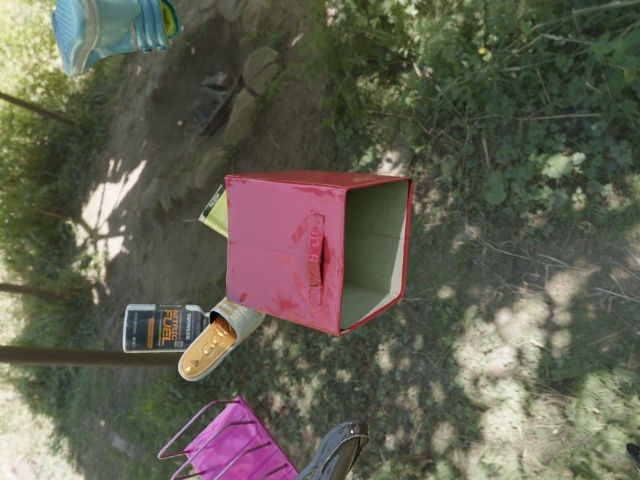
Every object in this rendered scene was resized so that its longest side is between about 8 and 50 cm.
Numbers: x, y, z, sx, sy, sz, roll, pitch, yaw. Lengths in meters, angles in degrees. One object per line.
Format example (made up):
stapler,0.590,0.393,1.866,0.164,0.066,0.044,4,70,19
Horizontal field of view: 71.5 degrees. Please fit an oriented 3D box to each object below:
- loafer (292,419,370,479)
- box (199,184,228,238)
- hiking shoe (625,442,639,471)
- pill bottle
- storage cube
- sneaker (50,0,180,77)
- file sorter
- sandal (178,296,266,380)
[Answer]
loafer,0.027,0.426,0.819,0.220,0.080,0.078,-57,34,13
box,-0.154,-0.024,1.020,0.087,0.232,0.058,-63,13,-23
hiking shoe,0.437,0.199,0.490,0.132,0.113,0.304,-112,26,-57
pill bottle,-0.408,0.242,1.232,0.130,0.245,0.131,-177,90,-71
storage cube,0.000,0.000,0.627,0.193,0.215,0.184,10,106,32
sneaker,-0.396,-0.402,0.869,0.319,0.208,0.127,13,117,54
file sorter,-0.210,0.550,1.048,0.202,0.182,0.290,-45,67,-3
sandal,-0.216,0.199,1.004,0.102,0.076,0.265,32,64,14
